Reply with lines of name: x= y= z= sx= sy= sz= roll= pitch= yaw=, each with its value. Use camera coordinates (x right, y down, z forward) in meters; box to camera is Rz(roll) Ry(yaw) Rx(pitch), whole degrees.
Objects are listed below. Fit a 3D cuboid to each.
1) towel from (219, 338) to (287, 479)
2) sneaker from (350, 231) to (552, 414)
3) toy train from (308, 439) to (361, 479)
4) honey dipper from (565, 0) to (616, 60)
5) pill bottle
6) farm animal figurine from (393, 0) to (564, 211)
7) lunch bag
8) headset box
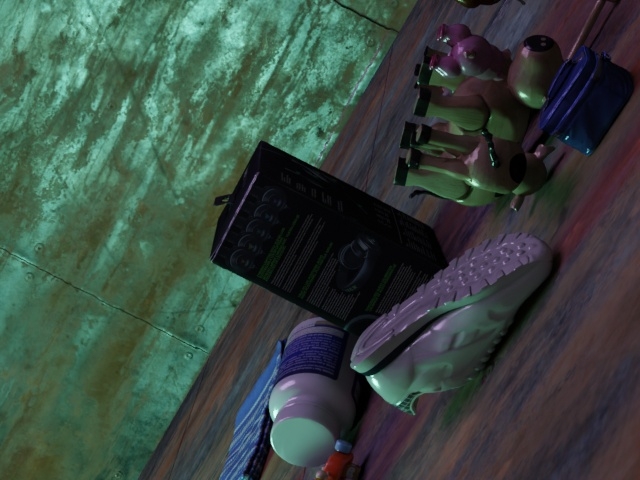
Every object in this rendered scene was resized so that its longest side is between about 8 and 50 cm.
towel: x=-0.128 y=0.342 z=2.572 sx=0.243 sy=0.040 sz=0.336 roll=-58 pitch=9 yaw=39
sneaker: x=0.140 y=0.080 z=1.495 sx=0.235 sy=0.095 sz=0.090 roll=-36 pitch=15 yaw=28
toy train: x=0.004 y=0.314 z=1.751 sx=0.125 sy=0.046 sz=0.166 roll=4 pitch=-73 yaw=-75
honey dipper: x=0.296 y=-0.231 z=1.719 sx=0.030 sy=0.030 sz=0.160 roll=-88 pitch=22 yaw=-73
pill bottle: x=-0.005 y=0.194 z=1.954 sx=0.112 sy=0.112 sz=0.186 roll=-58 pitch=8 yaw=35
farm animal figurine: x=0.188 y=-0.138 z=1.669 sx=0.326 sy=0.172 sz=0.330 roll=106 pitch=178 yaw=-58
lunch bag: x=0.257 y=-0.142 z=1.511 sx=0.098 sy=0.065 sz=0.067 roll=-60 pitch=8 yaw=24
headset box: x=0.000 y=0.000 z=1.943 sx=0.131 sy=0.283 sz=0.246 roll=-61 pitch=8 yaw=11
